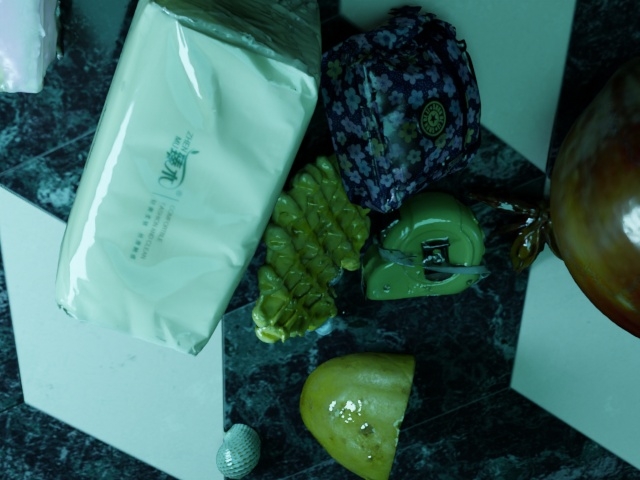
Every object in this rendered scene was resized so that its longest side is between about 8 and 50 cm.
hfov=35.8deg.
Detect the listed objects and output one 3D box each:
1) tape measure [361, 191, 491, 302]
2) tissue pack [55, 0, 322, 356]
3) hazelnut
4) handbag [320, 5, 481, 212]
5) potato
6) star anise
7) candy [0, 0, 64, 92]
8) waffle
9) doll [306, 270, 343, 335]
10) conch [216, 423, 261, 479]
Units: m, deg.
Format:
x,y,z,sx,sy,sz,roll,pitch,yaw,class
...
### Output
x,y,z,sx,sy,sz,roll,pitch,yaw,class
0.148,0.010,1.356,0.177,0.087,0.154,-4,121,-7,tape measure
-0.150,-0.110,1.131,0.207,0.297,0.380,19,119,-12,tissue pack
0.482,-0.066,1.202,0.409,0.359,0.359,-39,118,-1,hazelnut
0.107,-0.157,1.191,0.207,0.126,0.229,-32,118,-33,handbag
0.047,0.247,1.450,0.158,0.178,0.204,10,135,6,potato
0.311,-0.013,1.378,0.212,0.053,0.157,-8,120,-4,star anise
-0.345,-0.302,1.077,0.115,0.155,0.265,6,120,-6,candy
-0.002,-0.001,1.261,0.056,0.261,0.250,21,114,28,waffle
-0.019,0.058,1.372,0.120,0.075,0.180,10,119,-15,doll
-0.126,0.332,1.538,0.076,0.057,0.085,-14,123,-13,conch
